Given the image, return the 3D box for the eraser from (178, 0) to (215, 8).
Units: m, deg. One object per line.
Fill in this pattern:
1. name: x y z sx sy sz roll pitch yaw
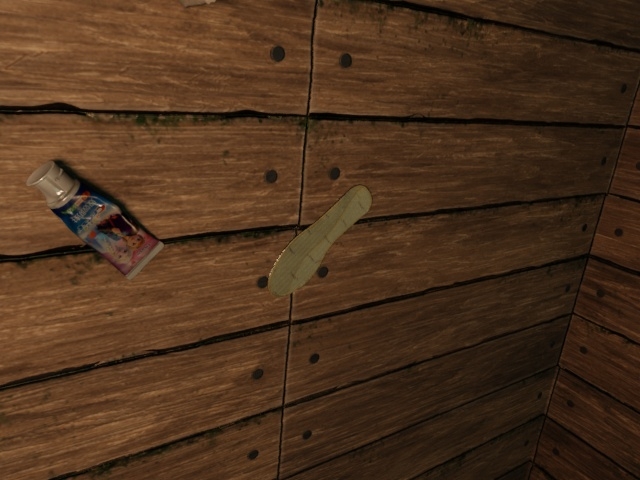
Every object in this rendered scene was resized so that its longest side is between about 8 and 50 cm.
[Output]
1. eraser: -0.121 -0.534 0.828 0.343 0.144 0.078 -51 127 -5

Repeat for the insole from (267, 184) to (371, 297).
1. insole: 0.000 0.000 1.220 0.348 0.009 0.119 -45 127 -10

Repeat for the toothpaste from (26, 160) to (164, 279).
1. toothpaste: -0.396 -0.032 0.911 0.096 0.061 0.266 -47 134 -11
